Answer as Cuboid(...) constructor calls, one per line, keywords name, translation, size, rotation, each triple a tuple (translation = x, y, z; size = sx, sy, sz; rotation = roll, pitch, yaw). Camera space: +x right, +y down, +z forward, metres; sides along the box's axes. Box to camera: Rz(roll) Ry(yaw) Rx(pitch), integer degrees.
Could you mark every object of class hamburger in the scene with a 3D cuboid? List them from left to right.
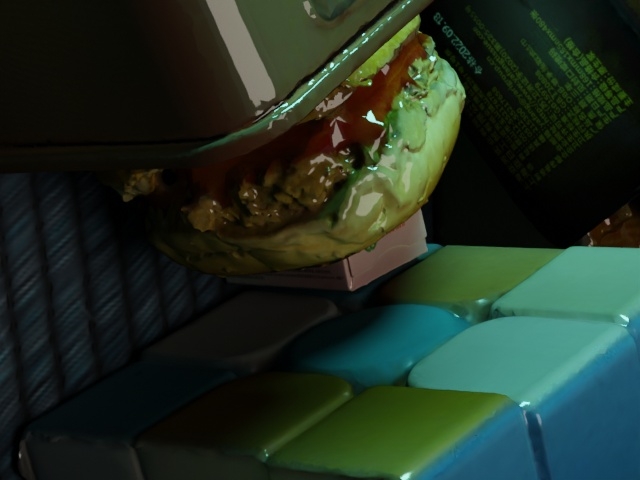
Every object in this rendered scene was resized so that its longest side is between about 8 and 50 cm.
Cuboid(name="hamburger", translation=(-0.025, -0.074, 1.285), size=(0.244, 0.244, 0.163), rotation=(-48, 126, -35))

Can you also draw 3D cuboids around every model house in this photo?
Cuboid(name="model house", translation=(0.218, -0.038, 1.583), size=(0.229, 0.199, 0.219), rotation=(-12, 113, -43))

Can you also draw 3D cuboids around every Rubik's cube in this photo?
Cuboid(name="Rubik's cube", translation=(0.068, 0.216, 1.312), size=(0.344, 0.347, 0.347), rotation=(-31, 115, -42))

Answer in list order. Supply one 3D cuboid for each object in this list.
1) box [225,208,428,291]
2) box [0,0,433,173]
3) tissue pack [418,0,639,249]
Cuboid(name="box", translation=(0.000, 0.000, 1.388), size=(0.089, 0.125, 0.043), rotation=(-27, 111, -45))
Cuboid(name="box", translation=(-0.125, -0.194, 1.088), size=(0.239, 0.339, 0.229), rotation=(-42, 119, -38))
Cuboid(name="tissue pack", translation=(0.151, -0.205, 1.388), size=(0.198, 0.210, 0.370), rotation=(-34, 86, -34))
